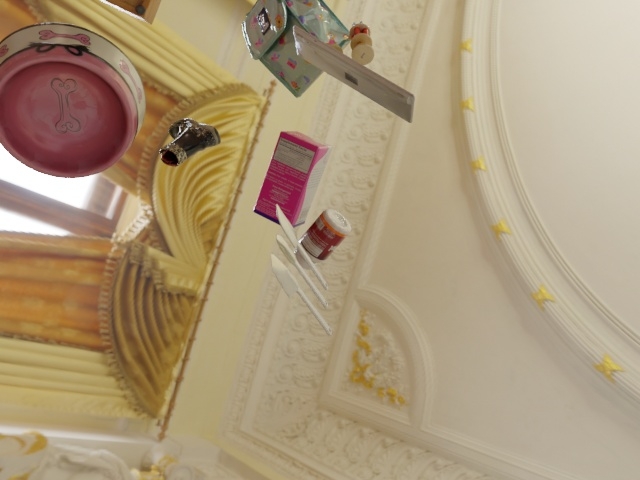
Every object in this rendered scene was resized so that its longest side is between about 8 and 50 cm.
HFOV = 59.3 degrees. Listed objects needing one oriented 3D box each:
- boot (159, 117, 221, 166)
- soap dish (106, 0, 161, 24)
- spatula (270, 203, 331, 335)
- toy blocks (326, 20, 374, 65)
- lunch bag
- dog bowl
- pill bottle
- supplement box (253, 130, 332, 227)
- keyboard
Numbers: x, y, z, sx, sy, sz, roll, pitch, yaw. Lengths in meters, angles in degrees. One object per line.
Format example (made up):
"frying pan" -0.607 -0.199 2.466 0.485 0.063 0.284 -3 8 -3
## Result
"boot" -0.459 -0.318 1.819 0.236 0.085 0.178 17 -136 37
"soap dish" -0.472 -0.704 1.365 0.290 0.229 0.118 -58 -156 25
"spatula" -0.034 0.068 1.061 0.019 0.242 0.168 -20 -138 13
"toy blocks" 0.061 -0.460 1.323 0.123 0.054 0.148 -16 -135 14
"lunch bag" -0.078 -0.561 1.534 0.223 0.262 0.160 -29 -158 54
"dog bowl" -0.668 -0.343 1.479 0.408 0.408 0.150 -48 -144 17
"pill bottle" 0.000 0.000 1.402 0.152 0.086 0.086 -49 -135 25
"supplement box" -0.068 -0.155 1.420 0.114 0.111 0.220 27 -73 13
"keyboard" 0.053 -0.282 0.954 0.256 0.072 0.014 37 -101 19
